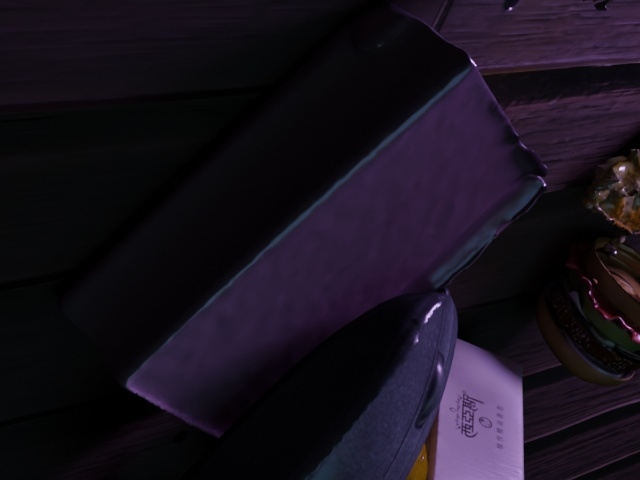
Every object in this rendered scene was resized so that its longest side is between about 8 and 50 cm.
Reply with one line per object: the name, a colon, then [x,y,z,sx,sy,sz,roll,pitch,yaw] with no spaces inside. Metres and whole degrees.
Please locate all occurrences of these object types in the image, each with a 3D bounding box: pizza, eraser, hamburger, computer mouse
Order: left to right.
computer mouse: [-0.001,0.197,1.153,0.374,0.114,0.203,-44,152,2]
eraser: [0.000,0.000,1.136,0.359,0.122,0.272,-45,147,3]
hamburger: [0.330,0.090,1.582,0.175,0.175,0.137,2,135,-49]
pizza: [0.387,-0.085,1.516,0.288,0.075,0.280,-10,133,-39]

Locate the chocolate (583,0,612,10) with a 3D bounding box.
chocolate: [0.162,-0.243,1.060,0.219,0.085,0.085,6,125,-47]

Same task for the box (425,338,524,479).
box: [0.133,0.259,1.484,0.260,0.111,0.194,-74,-171,-56]

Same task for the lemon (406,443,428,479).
lemon: [0.003,0.223,1.344,0.192,0.192,0.231,7,128,-52]
